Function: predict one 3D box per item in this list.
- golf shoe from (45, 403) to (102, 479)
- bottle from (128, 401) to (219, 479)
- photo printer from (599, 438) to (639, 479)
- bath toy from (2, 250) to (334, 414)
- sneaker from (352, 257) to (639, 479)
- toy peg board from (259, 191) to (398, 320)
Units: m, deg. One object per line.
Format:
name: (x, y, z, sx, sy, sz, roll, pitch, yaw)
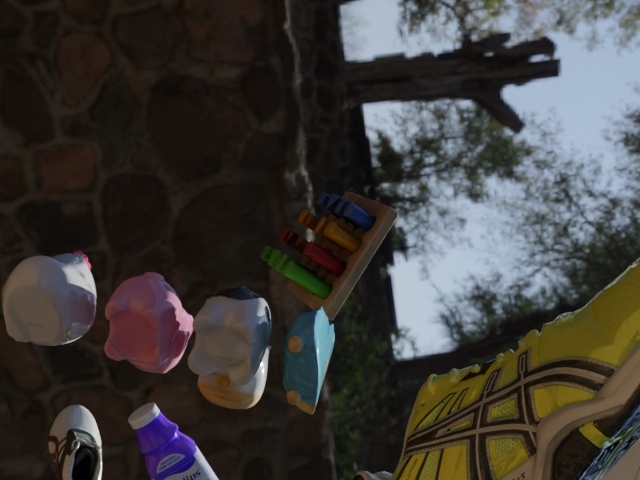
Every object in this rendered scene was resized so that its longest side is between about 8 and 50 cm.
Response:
golf shoe: (-0.420, 0.382, 1.504, 0.120, 0.105, 0.273, -55, -150, 26)
bottle: (-0.312, 0.480, 1.834, 0.283, 0.118, 0.092, 62, -6, -15)
photo printer: (0.463, 0.226, 0.977, 0.107, 0.256, 0.307, 0, 108, -67)
bath toy: (-0.162, 0.091, 0.915, 0.129, 0.348, 0.151, -67, 169, -62)
sneaker: (0.153, 0.135, 0.664, 0.147, 0.384, 0.145, 47, 18, 30)
toy peg board: (0.000, 0.000, 1.112, 0.160, 0.079, 0.161, -58, -158, -1)
